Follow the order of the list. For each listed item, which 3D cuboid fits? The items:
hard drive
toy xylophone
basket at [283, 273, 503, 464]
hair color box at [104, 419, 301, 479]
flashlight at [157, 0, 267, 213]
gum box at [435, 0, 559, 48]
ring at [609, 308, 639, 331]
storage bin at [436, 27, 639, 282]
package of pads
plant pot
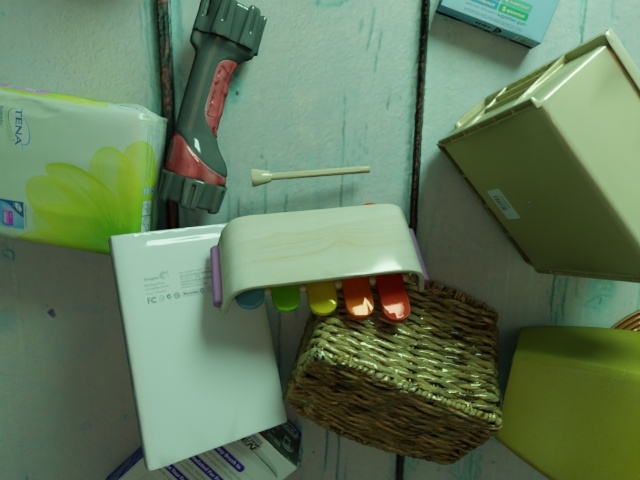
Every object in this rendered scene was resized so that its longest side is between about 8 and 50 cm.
[{"bbox_3d":[-0.177,0.139,0.714,0.210,0.040,0.318,-8,85,-32],"label":"hard drive"},{"bbox_3d":[0.000,0.000,0.703,0.323,0.236,0.081,1,146,-4],"label":"toy xylophone"},{"bbox_3d":[0.115,0.194,0.781,0.299,0.223,0.213,20,134,-2],"label":"basket"},{"bbox_3d":[-0.217,0.400,0.826,0.339,0.110,0.185,-43,96,11],"label":"hair color box"},{"bbox_3d":[-0.157,-0.195,0.716,0.103,0.103,0.303,21,97,16],"label":"flashlight"},{"bbox_3d":[0.275,-0.395,0.685,0.157,0.041,0.184,21,100,-2],"label":"gum box"},{"bbox_3d":[0.604,0.261,0.807,0.337,0.032,0.336,1,102,3],"label":"ring"},{"bbox_3d":[0.317,-0.086,0.639,0.123,0.260,0.262,-41,98,-9],"label":"storage bin"},{"bbox_3d":[-0.395,-0.110,0.737,0.297,0.101,0.229,10,103,-1],"label":"package of pads"},{"bbox_3d":[0.379,0.238,0.723,0.187,0.212,0.212,14,103,25],"label":"plant pot"}]
